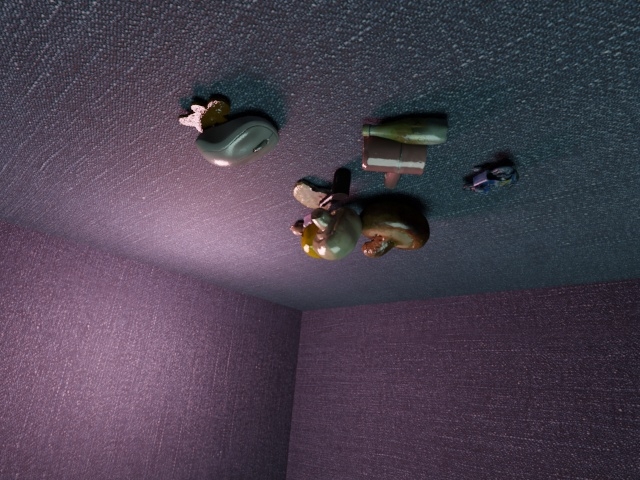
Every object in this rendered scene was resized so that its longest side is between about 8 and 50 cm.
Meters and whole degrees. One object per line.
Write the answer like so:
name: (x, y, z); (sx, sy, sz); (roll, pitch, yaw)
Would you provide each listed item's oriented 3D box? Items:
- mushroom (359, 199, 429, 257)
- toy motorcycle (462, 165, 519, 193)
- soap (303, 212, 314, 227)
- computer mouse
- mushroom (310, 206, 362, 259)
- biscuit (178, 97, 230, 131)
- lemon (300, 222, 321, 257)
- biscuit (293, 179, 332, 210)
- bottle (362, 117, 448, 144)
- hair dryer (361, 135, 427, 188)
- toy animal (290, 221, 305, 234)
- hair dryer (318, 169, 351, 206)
mushroom: (0.337, -0.066, 1.872); (0.344, 0.239, 0.345); (-12, 170, -2)
toy motorcycle: (0.646, -0.228, 1.529); (0.135, 0.092, 0.254); (2, 169, -17)
soap: (-0.001, -0.087, 2.076); (0.149, 0.056, 0.100); (19, 152, -32)
computer mouse: (-0.291, -0.327, 1.408); (0.296, 0.121, 0.184); (-6, 162, 18)
mushroom: (0.052, -0.048, 1.793); (0.234, 0.260, 0.254); (40, 105, -15)
biscuit: (-0.368, -0.419, 1.343); (0.138, 0.031, 0.204); (18, 158, -41)
lemon: (0.000, 0.000, 1.989); (0.202, 0.179, 0.178); (14, 157, -21)
biscuit: (-0.023, -0.196, 1.826); (0.188, 0.040, 0.265); (-5, 156, 28)
bottle: (0.267, -0.351, 1.302); (0.269, 0.083, 0.083); (4, 159, 9)
hair dryer: (0.253, -0.265, 1.502); (0.210, 0.126, 0.352); (5, 166, 4)
toy animal: (-0.087, -0.060, 2.141); (0.149, 0.084, 0.089); (13, 173, 12)
hair dryer: (0.051, -0.200, 1.706); (0.070, 0.114, 0.248); (14, 160, -19)
